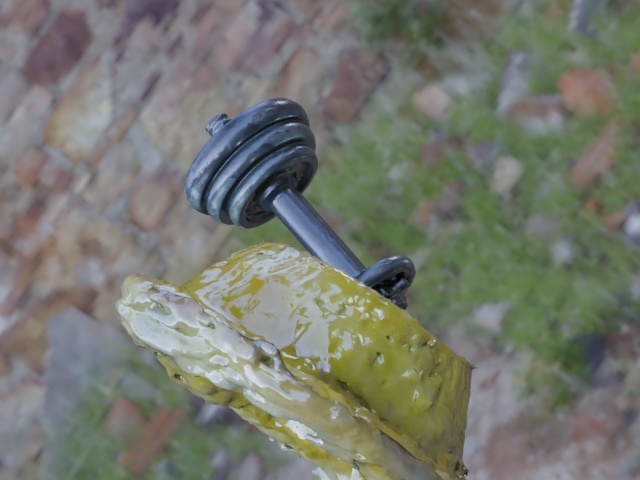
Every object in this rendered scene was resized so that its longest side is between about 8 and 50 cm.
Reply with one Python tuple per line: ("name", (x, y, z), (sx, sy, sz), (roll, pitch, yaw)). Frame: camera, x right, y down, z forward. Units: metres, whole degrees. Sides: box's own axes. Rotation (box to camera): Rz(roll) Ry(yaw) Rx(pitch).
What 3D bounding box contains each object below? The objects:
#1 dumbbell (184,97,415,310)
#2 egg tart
("dumbbell", (0.000, 0.000, 1.251), (0.110, 0.254, 0.110), (-35, -21, -16))
("egg tart", (-0.003, 0.085, 1.100), (0.118, 0.288, 0.288), (-57, 12, -6))
